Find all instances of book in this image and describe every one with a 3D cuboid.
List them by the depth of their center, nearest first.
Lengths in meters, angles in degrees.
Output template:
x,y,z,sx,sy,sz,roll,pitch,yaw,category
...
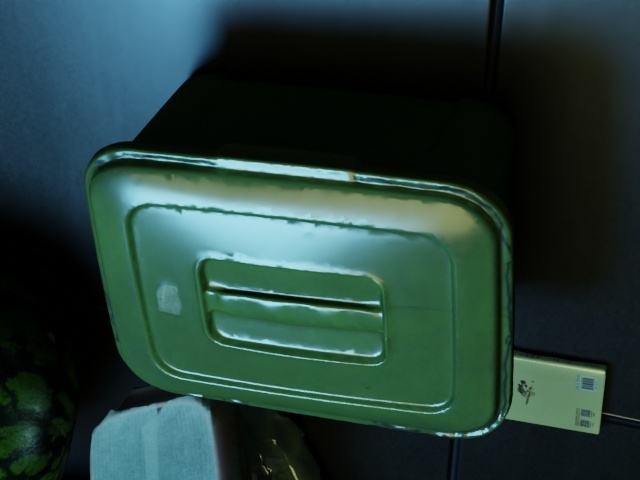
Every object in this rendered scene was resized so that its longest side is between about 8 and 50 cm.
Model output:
x,y,z,sx,sy,sz,roll,pitch,yaw,category
0.194,0.131,1.321,0.111,0.014,0.077,9,129,13,book

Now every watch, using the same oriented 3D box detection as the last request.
x,y,z,sx,sy,sz,roll,pitch,yaw,category
-0.077,0.259,1.399,0.162,0.253,0.241,-14,163,32,watch

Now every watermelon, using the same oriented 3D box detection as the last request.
x,y,z,sx,sy,sz,roll,pitch,yaw,category
-0.358,0.161,1.372,0.285,0.285,0.285,10,131,12,watermelon

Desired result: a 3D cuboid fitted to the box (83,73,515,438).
x,y,z,sx,sy,sz,roll,pitch,yaw,category
0.000,0.000,1.183,0.329,0.177,0.252,7,131,13,box
